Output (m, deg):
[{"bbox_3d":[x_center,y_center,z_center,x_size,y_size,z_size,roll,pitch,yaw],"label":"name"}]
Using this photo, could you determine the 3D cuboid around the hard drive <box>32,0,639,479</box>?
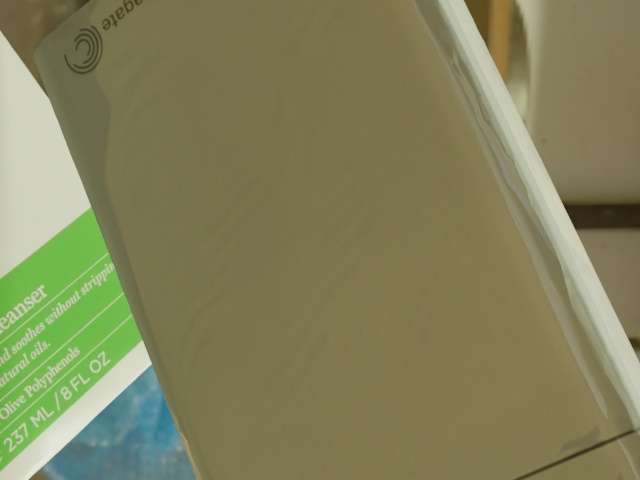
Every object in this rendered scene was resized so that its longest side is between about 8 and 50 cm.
[{"bbox_3d":[0.000,0.000,0.605,0.047,0.233,0.353,-2,65,-58],"label":"hard drive"}]

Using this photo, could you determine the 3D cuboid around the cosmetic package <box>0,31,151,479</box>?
[{"bbox_3d":[-0.269,-0.034,0.731,0.155,0.197,0.365,-16,-67,49],"label":"cosmetic package"}]
